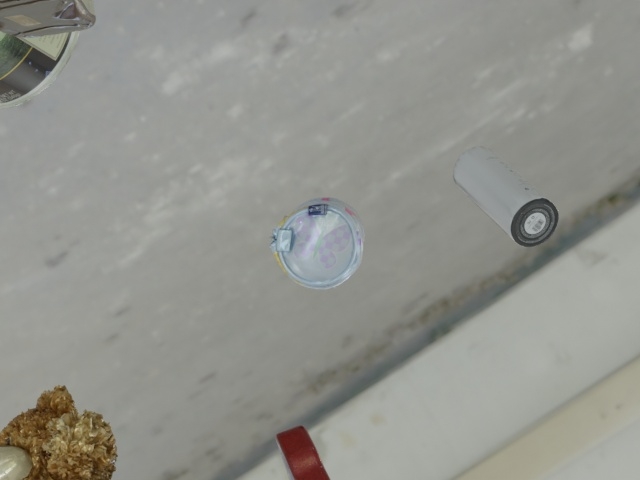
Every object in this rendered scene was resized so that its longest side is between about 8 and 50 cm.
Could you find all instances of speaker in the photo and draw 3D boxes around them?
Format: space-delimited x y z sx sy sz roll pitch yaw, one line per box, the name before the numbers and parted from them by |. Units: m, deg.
speaker | 0.187 -0.047 1.431 0.055 0.136 0.055 -10 120 -18

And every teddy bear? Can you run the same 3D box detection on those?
teddy bear | -0.226 0.274 1.251 0.113 0.338 0.245 -11 144 -28

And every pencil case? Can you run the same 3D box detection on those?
pencil case | 0.000 0.000 1.953 0.124 0.114 0.273 -6 -176 4

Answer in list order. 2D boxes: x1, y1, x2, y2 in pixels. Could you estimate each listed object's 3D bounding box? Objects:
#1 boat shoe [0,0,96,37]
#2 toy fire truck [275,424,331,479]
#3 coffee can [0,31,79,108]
boat shoe | -0.210 -0.199 0.944 0.095 0.095 0.257 -8 -178 -4
toy fire truck | 0.033 0.393 1.669 0.169 0.254 0.302 -22 131 -6
coffee can | -0.420 -0.281 1.534 0.201 0.202 0.275 -36 154 13
